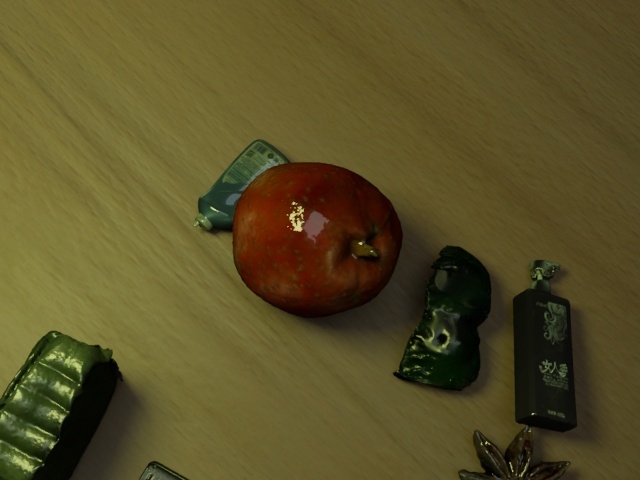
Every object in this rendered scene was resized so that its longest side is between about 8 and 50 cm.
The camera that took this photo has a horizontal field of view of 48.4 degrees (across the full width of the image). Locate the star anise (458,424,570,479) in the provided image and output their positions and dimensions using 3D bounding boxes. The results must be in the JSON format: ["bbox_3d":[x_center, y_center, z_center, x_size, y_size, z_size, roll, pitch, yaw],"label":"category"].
[{"bbox_3d":[0.333,0.437,1.192,0.230,0.081,0.263,-20,65,-21],"label":"star anise"}]

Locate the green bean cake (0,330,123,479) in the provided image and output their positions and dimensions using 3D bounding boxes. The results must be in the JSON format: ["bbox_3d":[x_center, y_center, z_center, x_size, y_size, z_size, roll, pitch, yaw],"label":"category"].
[{"bbox_3d":[-0.399,0.252,1.067,0.124,0.227,0.223,28,72,-1],"label":"green bean cake"}]

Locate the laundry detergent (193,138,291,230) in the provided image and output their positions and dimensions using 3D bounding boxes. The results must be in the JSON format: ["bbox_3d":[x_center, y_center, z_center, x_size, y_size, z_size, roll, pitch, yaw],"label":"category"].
[{"bbox_3d":[-0.149,-0.090,1.294,0.096,0.061,0.206,43,73,3],"label":"laundry detergent"}]

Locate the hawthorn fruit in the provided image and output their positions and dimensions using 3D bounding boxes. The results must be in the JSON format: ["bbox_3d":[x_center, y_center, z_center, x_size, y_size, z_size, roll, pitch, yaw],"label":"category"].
[{"bbox_3d":[0.000,0.000,1.180,0.275,0.299,0.276,-5,99,-34],"label":"hawthorn fruit"}]

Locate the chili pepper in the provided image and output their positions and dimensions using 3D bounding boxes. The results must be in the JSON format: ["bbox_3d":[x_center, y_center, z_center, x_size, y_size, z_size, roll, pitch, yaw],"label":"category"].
[{"bbox_3d":[0.237,0.131,1.254,0.148,0.116,0.265,20,72,-5],"label":"chili pepper"}]

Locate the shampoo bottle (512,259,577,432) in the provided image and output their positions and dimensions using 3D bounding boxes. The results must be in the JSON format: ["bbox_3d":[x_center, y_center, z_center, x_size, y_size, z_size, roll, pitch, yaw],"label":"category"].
[{"bbox_3d":[0.397,0.177,1.275,0.098,0.071,0.310,14,59,-11],"label":"shampoo bottle"}]

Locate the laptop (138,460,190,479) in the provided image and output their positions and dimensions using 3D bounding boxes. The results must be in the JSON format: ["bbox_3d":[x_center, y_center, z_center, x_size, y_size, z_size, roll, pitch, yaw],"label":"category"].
[{"bbox_3d":[-0.222,0.467,1.133,0.207,0.026,0.154,30,72,2],"label":"laptop"}]
